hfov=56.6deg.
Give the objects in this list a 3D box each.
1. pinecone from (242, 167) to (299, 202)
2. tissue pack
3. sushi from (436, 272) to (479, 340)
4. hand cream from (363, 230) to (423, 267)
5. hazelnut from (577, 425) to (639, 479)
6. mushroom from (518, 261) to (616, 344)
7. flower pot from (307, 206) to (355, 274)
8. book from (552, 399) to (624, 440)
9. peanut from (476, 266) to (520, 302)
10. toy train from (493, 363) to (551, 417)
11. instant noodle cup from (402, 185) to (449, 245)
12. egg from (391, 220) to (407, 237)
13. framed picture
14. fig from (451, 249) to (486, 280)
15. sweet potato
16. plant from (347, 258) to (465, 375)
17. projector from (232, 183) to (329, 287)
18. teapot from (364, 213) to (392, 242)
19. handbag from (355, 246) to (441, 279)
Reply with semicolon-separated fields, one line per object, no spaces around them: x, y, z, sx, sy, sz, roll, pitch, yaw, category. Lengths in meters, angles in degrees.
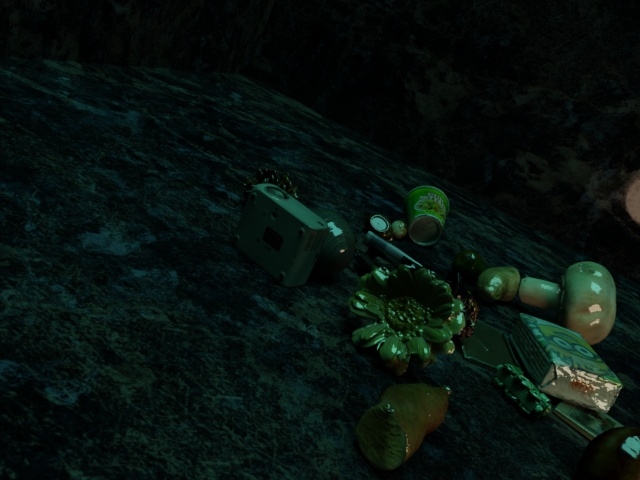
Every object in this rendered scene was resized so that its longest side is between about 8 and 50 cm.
-0.175;-0.169;2.039;0.195;0.150;0.179;9;33;-29;pinecone
0.730;0.364;1.801;0.227;0.128;0.311;19;17;-6;tissue pack
0.390;0.215;1.763;0.150;0.153;0.172;24;57;-40;sushi
0.269;0.050;2.149;0.255;0.048;0.079;33;-12;22;hand cream
0.695;0.525;1.386;0.178;0.178;0.204;36;55;26;hazelnut
0.911;0.225;2.199;0.335;0.315;0.314;11;13;28;mushroom
0.000;0.000;1.783;0.157;0.190;0.243;-6;27;-36;flower pot
0.799;0.534;1.655;0.282;0.025;0.214;35;22;27;book
0.665;0.165;2.225;0.253;0.122;0.137;-4;51;-46;peanut
0.550;0.408;1.617;0.104;0.071;0.178;23;18;-37;toy train
0.443;-0.090;2.500;0.206;0.207;0.233;24;30;-4;instant noodle cup
0.316;-0.045;2.396;0.071;0.071;0.083;35;9;23;egg
0.509;0.319;1.838;0.208;0.019;0.281;23;21;-5;framed picture
0.594;0.113;2.294;0.177;0.117;0.117;37;17;-19;fig
0.192;0.359;1.263;0.131;0.131;0.336;34;22;22;sweet potato
0.249;0.186;1.537;0.296;0.261;0.306;11;37;-33;plant
-0.117;-0.019;1.686;0.250;0.198;0.108;38;25;27;projector
0.226;-0.044;2.302;0.098;0.078;0.129;-39;70;-22;teapot
0.271;0.118;1.930;0.285;0.114;0.257;12;18;-30;handbag
